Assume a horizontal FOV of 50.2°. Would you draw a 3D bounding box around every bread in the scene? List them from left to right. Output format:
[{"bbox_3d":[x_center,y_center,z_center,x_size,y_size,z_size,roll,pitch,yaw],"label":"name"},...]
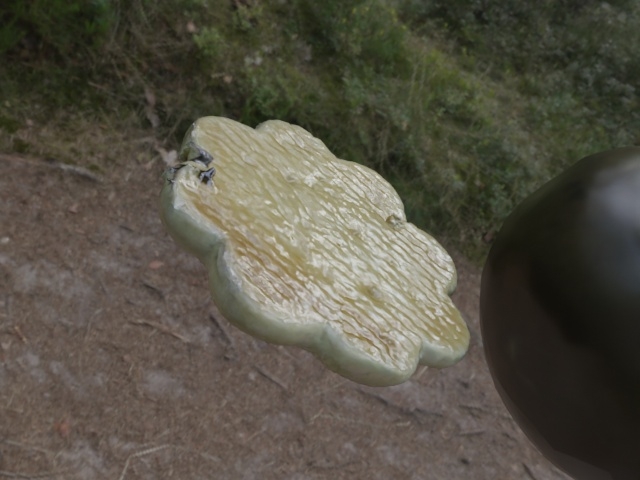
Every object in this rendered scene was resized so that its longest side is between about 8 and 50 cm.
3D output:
[{"bbox_3d":[0.000,0.000,0.596,0.316,0.054,0.316,28,30,-18],"label":"bread"}]

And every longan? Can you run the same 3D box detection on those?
[{"bbox_3d":[0.352,0.091,0.749,0.404,0.336,0.404,25,46,-29],"label":"longan"}]
